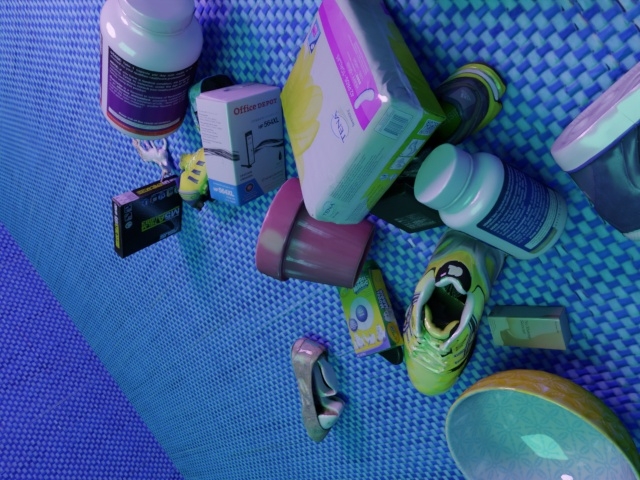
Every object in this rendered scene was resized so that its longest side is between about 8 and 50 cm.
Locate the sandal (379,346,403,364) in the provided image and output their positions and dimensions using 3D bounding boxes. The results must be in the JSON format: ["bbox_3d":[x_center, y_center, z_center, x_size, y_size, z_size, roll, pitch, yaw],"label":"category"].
[{"bbox_3d":[0.119,0.201,0.972,0.179,0.040,0.067,32,129,48],"label":"sandal"}]

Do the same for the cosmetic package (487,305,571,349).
[{"bbox_3d":[0.343,0.142,0.755,0.115,0.041,0.060,-8,109,43],"label":"cosmetic package"}]

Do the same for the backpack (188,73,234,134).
[{"bbox_3d":[-0.218,-0.274,0.942,0.084,0.105,0.115,-3,111,42],"label":"backpack"}]

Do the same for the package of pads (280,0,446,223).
[{"bbox_3d":[0.036,-0.199,0.675,0.229,0.101,0.297,-54,39,44],"label":"package of pads"}]

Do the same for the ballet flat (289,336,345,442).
[{"bbox_3d":[0.002,0.393,1.159,0.106,0.107,0.317,1,117,32],"label":"ballet flat"}]

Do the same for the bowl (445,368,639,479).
[{"bbox_3d":[0.371,0.315,0.752,0.289,0.156,0.290,21,127,31],"label":"bowl"}]

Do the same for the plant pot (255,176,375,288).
[{"bbox_3d":[0.000,0.000,0.872,0.180,0.201,0.202,20,128,11],"label":"plant pot"}]

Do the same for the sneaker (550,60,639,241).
[{"bbox_3d":[0.443,-0.116,0.470,0.236,0.130,0.323,42,131,-1],"label":"sneaker"}]

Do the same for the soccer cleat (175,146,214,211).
[{"bbox_3d":[-0.275,-0.161,1.036,0.121,0.093,0.289,48,149,-3],"label":"soccer cleat"}]

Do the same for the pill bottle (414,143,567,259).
[{"bbox_3d":[0.228,-0.055,0.626,0.186,0.112,0.112,22,140,-20],"label":"pill bottle"}]

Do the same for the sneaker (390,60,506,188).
[{"bbox_3d":[0.135,-0.144,0.704,0.111,0.121,0.300,49,136,6],"label":"sneaker"}]

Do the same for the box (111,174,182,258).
[{"bbox_3d":[-0.451,-0.064,1.208,0.045,0.190,0.184,35,132,21],"label":"box"}]

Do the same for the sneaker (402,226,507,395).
[{"bbox_3d":[0.201,0.148,0.806,0.145,0.147,0.385,23,130,27],"label":"sneaker"}]

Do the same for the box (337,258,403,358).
[{"bbox_3d":[0.094,0.136,0.927,0.105,0.043,0.180,-36,62,46],"label":"box"}]

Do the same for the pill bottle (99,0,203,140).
[{"bbox_3d":[-0.339,-0.356,0.911,0.182,0.181,0.323,52,146,3],"label":"pill bottle"}]

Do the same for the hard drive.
[{"bbox_3d":[0.143,-0.050,0.761,0.094,0.135,0.022,-15,61,45],"label":"hard drive"}]

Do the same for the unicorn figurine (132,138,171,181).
[{"bbox_3d":[-0.430,-0.227,1.196,0.161,0.060,0.111,23,130,50],"label":"unicorn figurine"}]

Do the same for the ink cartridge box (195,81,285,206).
[{"bbox_3d":[-0.149,-0.191,0.901,0.085,0.148,0.203,20,127,31],"label":"ink cartridge box"}]
